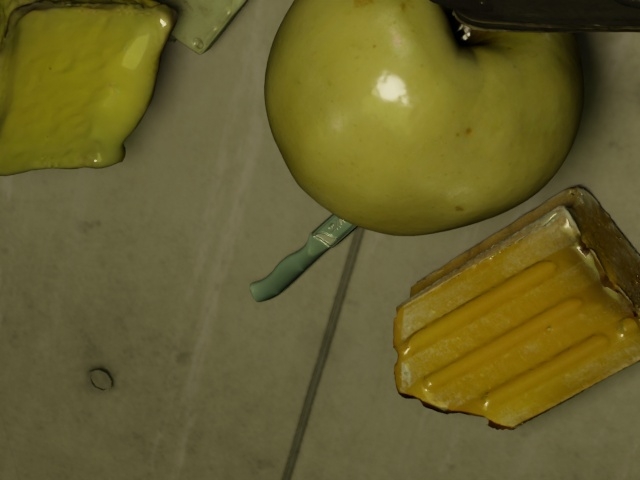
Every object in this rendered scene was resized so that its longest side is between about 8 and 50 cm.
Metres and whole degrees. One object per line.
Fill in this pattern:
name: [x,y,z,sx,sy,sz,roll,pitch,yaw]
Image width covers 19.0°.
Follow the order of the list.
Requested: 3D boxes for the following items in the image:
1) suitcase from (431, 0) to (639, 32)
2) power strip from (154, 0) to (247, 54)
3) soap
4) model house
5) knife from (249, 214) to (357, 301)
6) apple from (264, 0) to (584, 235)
suitcase: [0.258,-0.286,1.397,0.434,0.283,0.194,1,155,22]
power strip: [-0.061,-0.278,1.690,0.080,0.048,0.286,41,125,-4]
soap: [0.178,0.078,1.761,0.257,0.080,0.160,-33,99,34]
model house: [-0.264,-0.204,1.753,0.234,0.175,0.193,61,139,39]
knife: [0.000,0.001,1.836,0.028,0.015,0.210,49,124,0]
apple: [0.082,-0.130,1.593,0.262,0.262,0.262,10,120,18]
